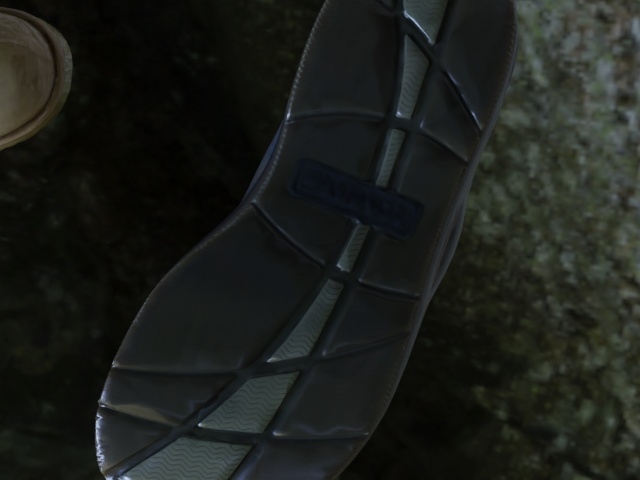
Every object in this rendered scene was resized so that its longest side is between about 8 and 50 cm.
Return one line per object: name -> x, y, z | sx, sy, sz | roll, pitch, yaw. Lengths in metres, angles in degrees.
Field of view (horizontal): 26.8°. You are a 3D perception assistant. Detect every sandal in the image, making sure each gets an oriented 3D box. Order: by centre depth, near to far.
sandal -> 0.000, 0.000, 0.465 | 0.060, 0.090, 0.219 | 27, -93, -83

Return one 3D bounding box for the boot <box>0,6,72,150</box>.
boot -> -0.279, -0.084, 0.675 | 0.269, 0.236, 0.089 | -17, -77, -80
